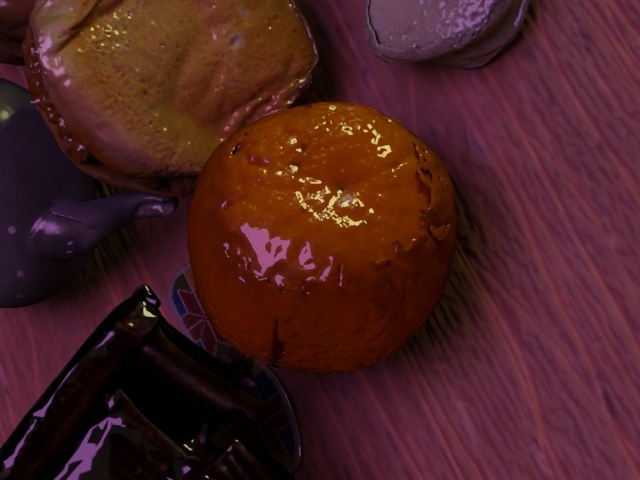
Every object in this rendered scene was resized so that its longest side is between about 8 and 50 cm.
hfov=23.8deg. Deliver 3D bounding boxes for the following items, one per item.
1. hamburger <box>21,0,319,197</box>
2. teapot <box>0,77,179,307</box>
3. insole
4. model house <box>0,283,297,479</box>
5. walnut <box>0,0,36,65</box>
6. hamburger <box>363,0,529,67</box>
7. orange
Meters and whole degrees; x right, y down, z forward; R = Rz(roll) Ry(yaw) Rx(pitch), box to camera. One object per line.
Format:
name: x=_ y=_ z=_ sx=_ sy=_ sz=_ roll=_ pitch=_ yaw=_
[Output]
hamburger: x=-0.114 y=-0.136 z=1.110 sx=0.108 sy=0.214 sz=0.213 roll=165 pitch=113 yaw=-71
teapot: x=-0.257 y=-0.044 z=1.211 sx=0.294 sy=0.129 sz=0.193 roll=22 pitch=134 yaw=39
insole: x=-0.067 y=0.098 z=1.161 sx=0.065 sy=0.006 sz=0.193 roll=-37 pitch=65 yaw=20
model house: x=-0.105 y=0.252 z=1.064 sx=0.282 sy=0.297 sz=0.317 roll=36 pitch=77 yaw=6
walnut: x=-0.249 y=-0.239 z=1.224 sx=0.245 sy=0.198 sz=0.198 roll=23 pitch=93 yaw=36
hamburger: x=0.092 y=-0.191 z=1.088 sx=0.133 sy=0.062 sz=0.140 roll=7 pitch=86 yaw=33
orange: x=0.000 y=0.000 z=1.043 sx=0.193 sy=0.161 sz=0.193 roll=-1 pitch=58 yaw=2
